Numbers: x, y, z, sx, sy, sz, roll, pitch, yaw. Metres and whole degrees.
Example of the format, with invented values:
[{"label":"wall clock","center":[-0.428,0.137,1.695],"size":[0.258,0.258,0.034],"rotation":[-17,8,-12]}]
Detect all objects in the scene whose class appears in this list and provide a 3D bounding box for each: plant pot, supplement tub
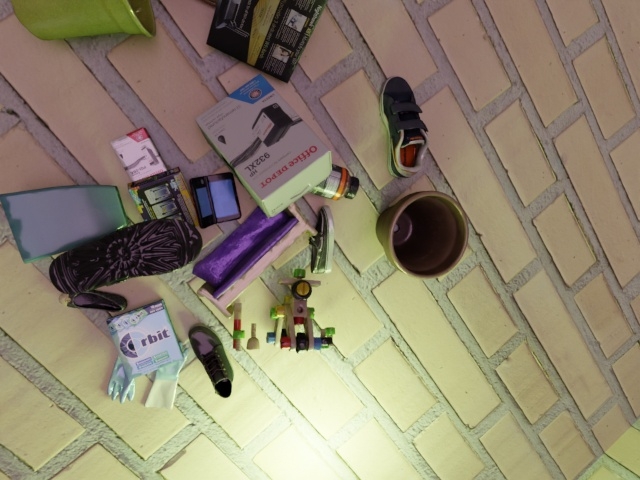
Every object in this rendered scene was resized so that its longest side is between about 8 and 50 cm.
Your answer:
[{"label":"plant pot","center":[0.286,-0.029,1.266],"size":[0.263,0.229,0.263],"rotation":[-3,99,-15]},{"label":"supplement tub","center":[0.016,-0.184,1.229],"size":[0.197,0.106,0.106],"rotation":[15,94,-19]},{"label":"plant pot","center":[-0.632,-0.063,1.035],"size":[0.234,0.165,0.166],"rotation":[-16,103,-21]},{"label":"plant pot","center":[-0.564,-0.587,0.933],"size":[0.253,0.276,0.276],"rotation":[-16,103,-2]}]

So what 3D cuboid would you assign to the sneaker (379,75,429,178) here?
[{"label":"sneaker","center":[0.270,-0.358,1.267],"size":[0.126,0.127,0.321],"rotation":[-11,100,-13]}]

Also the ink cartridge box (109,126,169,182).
[{"label":"ink cartridge box","center":[-0.488,-0.223,1.100],"size":[0.099,0.056,0.135],"rotation":[-29,105,-10]}]

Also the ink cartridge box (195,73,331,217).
[{"label":"ink cartridge box","center":[-0.148,-0.253,1.087],"size":[0.223,0.129,0.307],"rotation":[-38,76,-9]}]

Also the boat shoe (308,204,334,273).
[{"label":"boat shoe","center":[0.000,0.000,1.267],"size":[0.070,0.078,0.219],"rotation":[-3,101,-17]}]

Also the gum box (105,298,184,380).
[{"label":"gum box","center":[-0.502,0.284,1.165],"size":[0.157,0.041,0.184],"rotation":[-19,94,-16]}]

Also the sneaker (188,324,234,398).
[{"label":"sneaker","center":[-0.319,0.357,1.207],"size":[0.083,0.118,0.222],"rotation":[-31,106,-10]}]

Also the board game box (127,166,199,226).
[{"label":"board game box","center":[-0.424,-0.099,1.113],"size":[0.141,0.048,0.170],"rotation":[-22,126,-15]}]

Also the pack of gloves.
[{"label":"pack of gloves","center":[-0.511,0.391,1.196],"size":[0.195,0.046,0.232],"rotation":[16,94,-17]}]

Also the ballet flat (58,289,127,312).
[{"label":"ballet flat","center":[-0.630,0.167,1.123],"size":[0.173,0.049,0.057],"rotation":[8,95,-17]}]

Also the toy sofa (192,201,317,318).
[{"label":"toy sofa","center":[-0.198,0.033,1.163],"size":[0.362,0.150,0.177],"rotation":[-44,99,-6]}]

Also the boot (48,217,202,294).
[{"label":"boot","center":[-0.472,0.035,1.040],"size":[0.348,0.260,0.131],"rotation":[-13,91,-11]}]

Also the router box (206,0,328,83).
[{"label":"router box","center":[-0.131,-0.592,1.030],"size":[0.243,0.309,0.081],"rotation":[21,51,-18]}]

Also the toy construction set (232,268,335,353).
[{"label":"toy construction set","center":[-0.119,0.210,1.224],"size":[0.308,0.257,0.237],"rotation":[-2,81,6]}]

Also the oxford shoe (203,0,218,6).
[{"label":"oxford shoe","center":[-0.184,-0.689,1.077],"size":[0.348,0.130,0.123],"rotation":[0,99,-16]}]

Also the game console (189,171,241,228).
[{"label":"game console","center":[-0.299,-0.117,1.160],"size":[0.085,0.124,0.144],"rotation":[-8,101,12]}]
